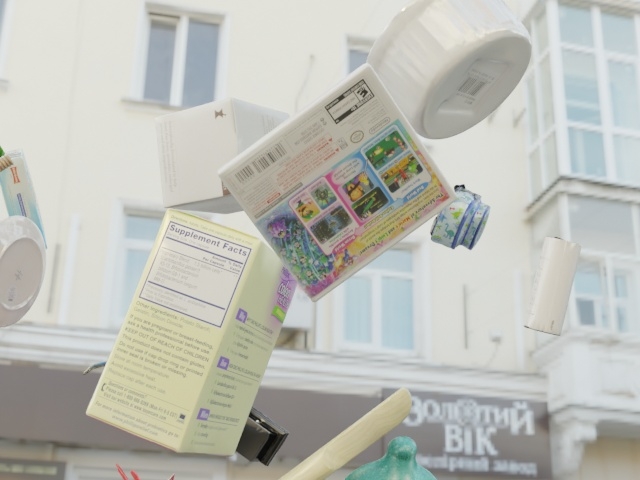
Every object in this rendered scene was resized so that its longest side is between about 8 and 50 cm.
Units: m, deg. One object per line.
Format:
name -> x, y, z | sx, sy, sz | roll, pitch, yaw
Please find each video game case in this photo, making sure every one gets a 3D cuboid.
video game case -> 0.016, -0.047, 0.852 | 0.157, 0.143, 0.019 | -36, 17, 0

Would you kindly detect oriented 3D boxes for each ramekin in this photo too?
ramekin -> 0.225, -0.300, 1.692 | 0.277, 0.135, 0.277 | -30, -26, -16

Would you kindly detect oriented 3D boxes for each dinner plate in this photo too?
dinner plate -> -0.379, 0.040, 1.236 | 0.017, 0.141, 0.141 | 11, -18, 21

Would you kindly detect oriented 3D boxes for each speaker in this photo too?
speaker -> 0.332, 0.064, 1.426 | 0.055, 0.136, 0.055 | 13, -1, 0

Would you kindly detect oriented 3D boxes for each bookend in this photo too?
bookend -> -0.152, 0.316, 1.721 | 0.156, 0.072, 0.157 | 32, -4, 17

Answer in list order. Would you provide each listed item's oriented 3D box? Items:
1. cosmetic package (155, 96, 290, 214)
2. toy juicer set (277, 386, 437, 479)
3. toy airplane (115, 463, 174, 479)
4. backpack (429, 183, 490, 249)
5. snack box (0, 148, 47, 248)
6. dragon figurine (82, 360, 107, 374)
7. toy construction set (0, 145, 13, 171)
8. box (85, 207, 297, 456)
cosmetic package -> -0.148, -0.130, 1.607 | 0.151, 0.151, 0.183 | -10, -7, 28
toy juicer set -> 0.042, 0.322, 1.133 | 0.209, 0.329, 0.089 | -19, 21, 1
toy airplane -> -0.158, 0.266, 0.956 | 0.028, 0.151, 0.151 | -29, -4, -34
backpack -> 0.243, -0.034, 1.730 | 0.084, 0.105, 0.114 | 25, 17, 15
snack box -> -0.615, -0.086, 2.052 | 0.060, 0.187, 0.322 | -15, 12, -14
dragon figurine -> -0.316, 0.301, 1.962 | 0.289, 0.144, 0.085 | 22, -71, -21
toy construction set -> -0.623, -0.179, 1.382 | 0.309, 0.237, 0.257 | 61, -15, -22
box -> -0.137, 0.114, 1.158 | 0.117, 0.243, 0.213 | 19, -8, 15
